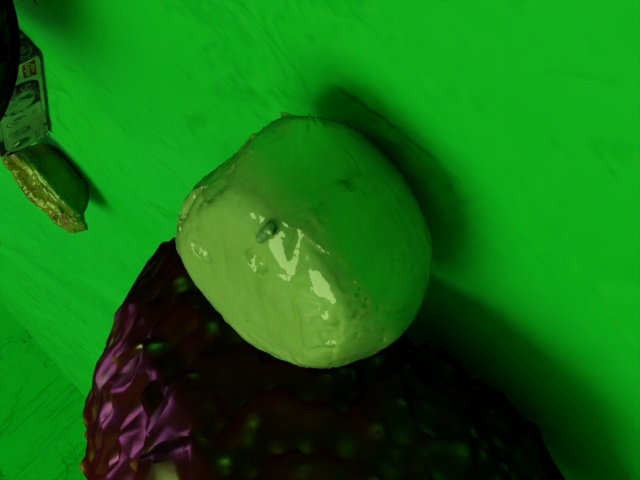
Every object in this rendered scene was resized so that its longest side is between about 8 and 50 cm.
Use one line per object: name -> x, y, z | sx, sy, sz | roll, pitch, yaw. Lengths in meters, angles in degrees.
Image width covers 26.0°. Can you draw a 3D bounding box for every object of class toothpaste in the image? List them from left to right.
toothpaste -> -0.240, -0.114, 1.068 | 0.040, 0.047, 0.196 | 59, 166, 6

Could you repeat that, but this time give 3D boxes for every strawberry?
strawberry -> -0.021, 0.164, 0.760 | 0.343, 0.292, 0.292 | 37, 163, 45

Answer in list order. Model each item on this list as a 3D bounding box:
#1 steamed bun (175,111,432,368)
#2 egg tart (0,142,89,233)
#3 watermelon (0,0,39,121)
steamed bun -> 0.000, 0.000, 0.629 | 0.112, 0.091, 0.130 | 48, 154, 4
egg tart -> -0.235, -0.051, 1.211 | 0.105, 0.039, 0.105 | 42, 164, 15
watermelon -> -0.304, -0.129, 0.811 | 0.269, 0.269, 0.269 | 42, 164, 15
